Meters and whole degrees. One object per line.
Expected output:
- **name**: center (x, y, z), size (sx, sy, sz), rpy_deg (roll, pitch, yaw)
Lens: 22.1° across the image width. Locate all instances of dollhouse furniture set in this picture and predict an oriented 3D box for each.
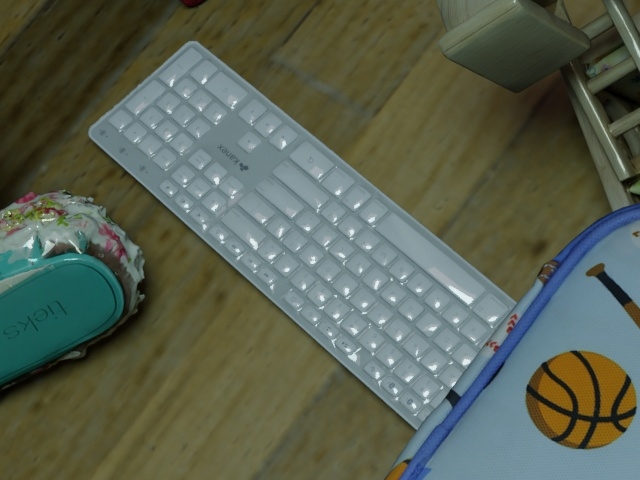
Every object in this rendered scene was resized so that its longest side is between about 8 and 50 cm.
- **dollhouse furniture set**: center (0.163, -0.089, 0.625), size (0.182, 0.161, 0.101), rpy_deg (-31, 60, 30)

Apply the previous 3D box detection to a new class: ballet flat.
- **ballet flat**: center (-0.193, 0.045, 0.748), size (0.241, 0.091, 0.077), rpy_deg (-20, 34, 1)

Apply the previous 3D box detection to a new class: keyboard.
- **keyboard**: center (0.000, 0.000, 0.744), size (0.072, 0.014, 0.256), rpy_deg (-46, 65, -8)

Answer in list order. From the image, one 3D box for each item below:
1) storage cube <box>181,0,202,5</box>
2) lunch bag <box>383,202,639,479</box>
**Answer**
- **storage cube**: center (-0.060, -0.267, 0.774), size (0.215, 0.193, 0.183), rpy_deg (-37, 64, -4)
- **lunch bag**: center (0.140, 0.137, 0.576), size (0.243, 0.115, 0.303), rpy_deg (30, 68, 24)
